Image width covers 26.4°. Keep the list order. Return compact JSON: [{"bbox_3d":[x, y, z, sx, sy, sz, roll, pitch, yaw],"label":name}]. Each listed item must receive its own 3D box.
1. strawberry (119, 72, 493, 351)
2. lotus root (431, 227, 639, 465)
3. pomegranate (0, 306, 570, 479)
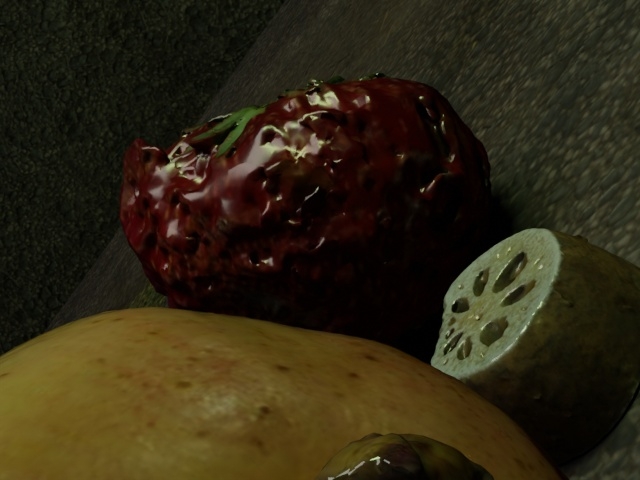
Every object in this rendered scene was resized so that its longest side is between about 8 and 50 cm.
[{"bbox_3d":[0.000,0.000,0.968,0.274,0.220,0.274,-14,5,1],"label":"strawberry"},{"bbox_3d":[0.119,0.051,0.719,0.112,0.081,0.122,-34,25,37],"label":"lotus root"},{"bbox_3d":[-0.026,0.171,0.414,0.338,0.338,0.338,-50,15,19],"label":"pomegranate"}]
